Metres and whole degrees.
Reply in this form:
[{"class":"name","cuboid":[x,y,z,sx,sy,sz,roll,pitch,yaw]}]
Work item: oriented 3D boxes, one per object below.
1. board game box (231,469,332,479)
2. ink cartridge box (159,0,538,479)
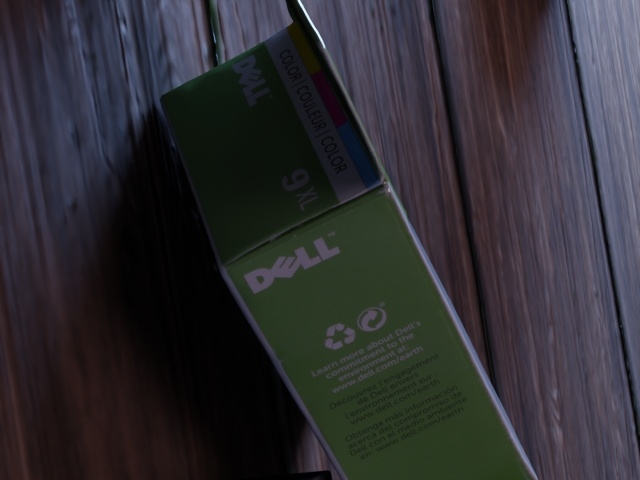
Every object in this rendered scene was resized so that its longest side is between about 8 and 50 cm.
[{"class":"board game box","cuboid":[-0.048,0.171,0.545,0.243,0.042,0.165,-12,93,-66]},{"class":"ink cartridge box","cuboid":[0.000,0.000,0.644,0.209,0.062,0.109,62,3,-38]}]
